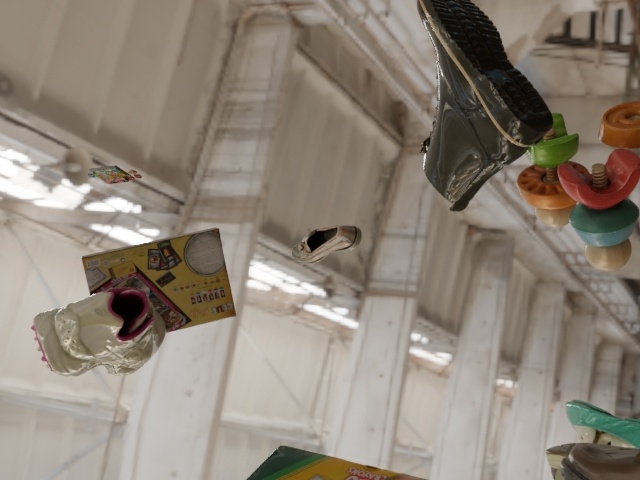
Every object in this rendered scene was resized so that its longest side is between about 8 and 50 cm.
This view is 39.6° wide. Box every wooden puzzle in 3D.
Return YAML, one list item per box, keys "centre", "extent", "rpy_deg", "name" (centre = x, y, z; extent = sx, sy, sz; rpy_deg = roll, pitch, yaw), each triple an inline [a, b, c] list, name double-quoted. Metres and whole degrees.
- centre: [-0.316, -0.099, 1.347]
  extent: [0.049, 0.083, 0.006]
  rpy_deg: [39, -130, -58]
  name: "wooden puzzle"

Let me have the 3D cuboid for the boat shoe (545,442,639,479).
- centre: [0.340, 0.277, 1.002]
  extent: [0.080, 0.223, 0.073]
  rpy_deg: [-10, -90, -23]
  name: "boat shoe"

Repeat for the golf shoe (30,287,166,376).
- centre: [-0.285, 0.129, 1.308]
  extent: [0.115, 0.140, 0.306]
  rpy_deg: [63, -167, 8]
  name: "golf shoe"

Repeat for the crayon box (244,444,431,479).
- centre: [0.027, 0.341, 1.033]
  extent: [0.165, 0.278, 0.081]
  rpy_deg: [-36, -55, -51]
  name: "crayon box"

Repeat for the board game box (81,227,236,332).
- centre: [-0.285, 0.082, 1.577]
  extent: [0.042, 0.243, 0.165]
  rpy_deg: [-165, 64, -74]
  name: "board game box"

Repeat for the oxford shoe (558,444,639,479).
- centre: [0.282, 0.186, 0.694]
  extent: [0.083, 0.227, 0.096]
  rpy_deg: [22, -100, -28]
  name: "oxford shoe"

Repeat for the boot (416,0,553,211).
- centre: [0.120, -0.139, 0.860]
  extent: [0.077, 0.137, 0.198]
  rpy_deg: [-4, -122, -35]
  name: "boot"

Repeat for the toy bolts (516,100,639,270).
- centre: [0.390, -0.069, 1.212]
  extent: [0.228, 0.218, 0.158]
  rpy_deg: [-91, -13, -59]
  name: "toy bolts"

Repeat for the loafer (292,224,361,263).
- centre: [0.000, 0.000, 1.191]
  extent: [0.039, 0.125, 0.045]
  rpy_deg: [21, -116, -38]
  name: "loafer"

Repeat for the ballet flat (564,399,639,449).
- centre: [0.465, 0.316, 1.408]
  extent: [0.083, 0.247, 0.087]
  rpy_deg: [41, -107, -24]
  name: "ballet flat"
